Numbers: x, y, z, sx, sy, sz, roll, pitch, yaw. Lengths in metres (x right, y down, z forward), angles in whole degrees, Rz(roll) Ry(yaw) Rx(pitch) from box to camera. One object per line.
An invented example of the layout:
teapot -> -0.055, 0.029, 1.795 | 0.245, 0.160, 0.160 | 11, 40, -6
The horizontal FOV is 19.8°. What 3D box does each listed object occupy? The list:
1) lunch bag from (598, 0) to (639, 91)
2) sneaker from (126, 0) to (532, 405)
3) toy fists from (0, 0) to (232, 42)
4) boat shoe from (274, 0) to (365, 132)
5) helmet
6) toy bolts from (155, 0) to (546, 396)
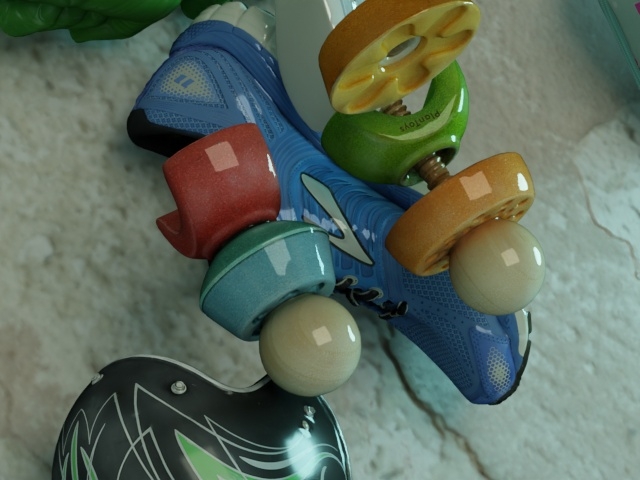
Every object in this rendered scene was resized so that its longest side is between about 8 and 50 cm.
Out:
lunch bag -> 0.361, -0.214, 1.461 | 0.279, 0.108, 0.224 | -37, 107, -19
sneaker -> 0.000, 0.000, 1.236 | 0.330, 0.130, 0.147 | 43, 68, 1
toy fists -> -0.102, -0.197, 1.247 | 0.279, 0.142, 0.096 | -18, 94, -33
boat shoe -> 0.004, -0.160, 1.191 | 0.063, 0.066, 0.184 | -4, 73, -36
helmet -> -0.077, 0.151, 1.084 | 0.161, 0.169, 0.169 | 0, 67, -46
toy bolts -> 0.032, -0.017, 1.074 | 0.228, 0.218, 0.158 | -28, 72, -14
